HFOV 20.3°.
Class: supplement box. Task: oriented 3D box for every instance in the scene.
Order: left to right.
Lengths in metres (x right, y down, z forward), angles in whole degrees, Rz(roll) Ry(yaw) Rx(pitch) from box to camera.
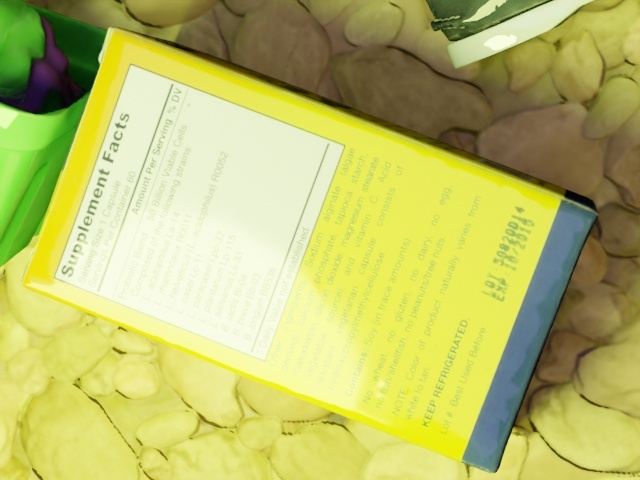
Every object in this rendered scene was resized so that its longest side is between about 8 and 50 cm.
[{"bbox_3d":[0.000,0.000,1.292,0.356,0.195,0.194,22,96,6],"label":"supplement box"}]

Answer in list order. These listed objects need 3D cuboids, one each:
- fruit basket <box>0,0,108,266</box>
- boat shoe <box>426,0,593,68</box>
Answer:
[{"bbox_3d":[-0.321,-0.186,1.284,0.392,0.283,0.392,4,108,13],"label":"fruit basket"},{"bbox_3d":[0.214,-0.223,1.288,0.302,0.114,0.091,-24,95,8],"label":"boat shoe"}]
